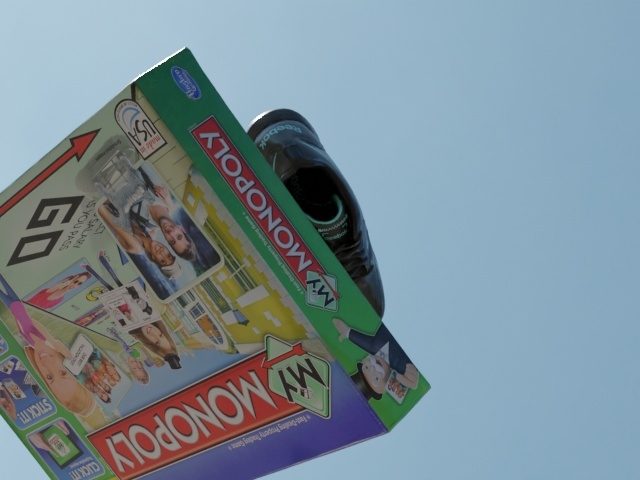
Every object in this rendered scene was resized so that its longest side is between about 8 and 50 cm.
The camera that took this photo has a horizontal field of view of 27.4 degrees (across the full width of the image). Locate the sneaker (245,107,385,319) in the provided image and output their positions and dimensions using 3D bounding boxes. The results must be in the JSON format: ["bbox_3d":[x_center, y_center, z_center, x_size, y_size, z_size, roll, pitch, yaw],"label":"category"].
[{"bbox_3d":[0.000,0.000,1.300,0.101,0.106,0.267,-31,-59,-6],"label":"sneaker"}]

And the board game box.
[{"bbox_3d":[-0.108,0.050,0.757,0.317,0.046,0.213,-29,-82,48],"label":"board game box"}]
